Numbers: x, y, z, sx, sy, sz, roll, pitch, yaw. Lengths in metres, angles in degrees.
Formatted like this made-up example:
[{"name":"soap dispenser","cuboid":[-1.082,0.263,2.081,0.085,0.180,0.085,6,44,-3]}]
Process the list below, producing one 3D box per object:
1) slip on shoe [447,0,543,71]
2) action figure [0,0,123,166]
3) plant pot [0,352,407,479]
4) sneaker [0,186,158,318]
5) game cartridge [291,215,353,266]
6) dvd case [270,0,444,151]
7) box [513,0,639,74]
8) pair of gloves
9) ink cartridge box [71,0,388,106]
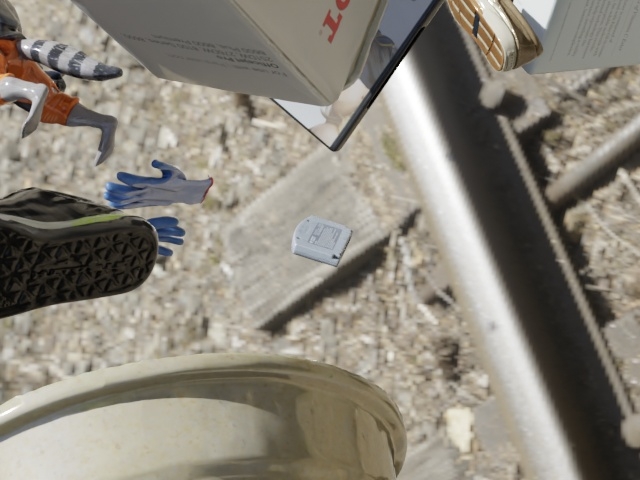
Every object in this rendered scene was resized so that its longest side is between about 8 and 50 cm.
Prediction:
[{"name":"slip on shoe","cuboid":[0.147,-0.202,1.155,0.051,0.041,0.135,91,157,-50]},{"name":"action figure","cuboid":[-0.382,-0.237,1.693,0.330,0.341,0.178,42,110,19]},{"name":"plant pot","cuboid":[-0.070,0.283,0.781,0.334,0.334,0.305,-40,50,31]},{"name":"sneaker","cuboid":[-0.235,0.005,1.023,0.097,0.235,0.084,34,112,42]},{"name":"game cartridge","cuboid":[0.000,0.000,1.374,0.056,0.083,0.017,21,115,4]},{"name":"dvd case","cuboid":[0.018,-0.251,1.512,0.180,0.022,0.253,42,117,12]},{"name":"box","cuboid":[0.385,-0.347,1.631,0.168,0.345,0.215,58,146,41]},{"name":"pair of gloves","cuboid":[-0.225,-0.032,1.718,0.198,0.159,0.023,-53,53,36]},{"name":"ink cartridge box","cuboid":[-0.087,-0.295,0.768,0.166,0.395,0.285,13,74,32]}]
